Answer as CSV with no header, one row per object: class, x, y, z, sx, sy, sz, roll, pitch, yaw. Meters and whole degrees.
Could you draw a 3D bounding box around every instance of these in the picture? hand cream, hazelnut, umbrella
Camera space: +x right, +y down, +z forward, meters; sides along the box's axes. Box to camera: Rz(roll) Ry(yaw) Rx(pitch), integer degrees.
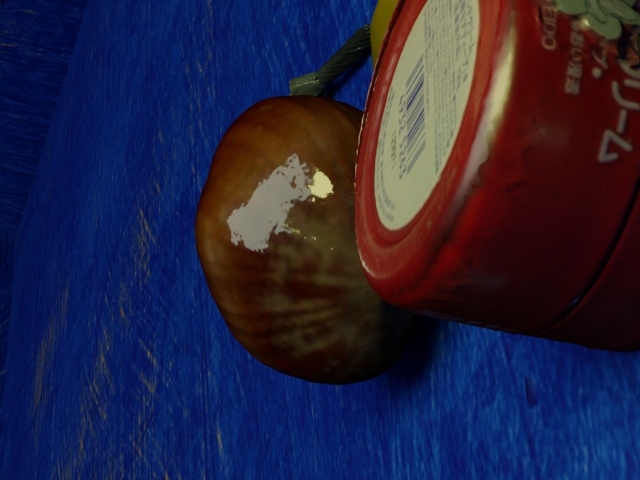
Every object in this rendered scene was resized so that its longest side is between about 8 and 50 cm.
hand cream,0.117,-0.057,0.835,0.230,0.149,0.230,-169,90,-76
hazelnut,0.003,-0.001,1.135,0.181,0.181,0.212,-37,-57,-55
umbrella,0.015,-0.154,1.430,0.269,0.044,0.044,-28,26,57

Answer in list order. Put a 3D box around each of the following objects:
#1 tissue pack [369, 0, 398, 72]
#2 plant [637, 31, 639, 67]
tissue pack,0.089,-0.123,1.073,0.169,0.082,0.120,-96,24,-44
plant,0.223,-0.141,0.477,0.320,0.194,0.181,115,155,-45
